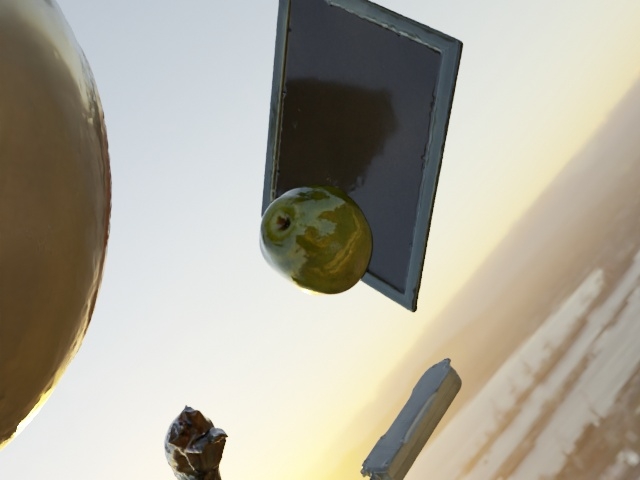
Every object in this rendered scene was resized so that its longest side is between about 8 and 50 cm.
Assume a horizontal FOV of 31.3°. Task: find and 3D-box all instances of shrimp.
[{"bbox_3d":[-0.094,0.210,0.990,0.052,0.132,0.187,-27,-28,-14],"label":"shrimp"}]

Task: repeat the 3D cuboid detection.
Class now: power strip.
[{"bbox_3d":[0.099,0.206,1.250,0.048,0.030,0.191,-9,38,54],"label":"power strip"}]

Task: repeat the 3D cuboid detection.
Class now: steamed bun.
[{"bbox_3d":[-0.153,-0.012,0.406,0.145,0.231,0.232,7,-45,-30],"label":"steamed bun"}]

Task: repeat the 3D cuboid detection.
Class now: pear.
[{"bbox_3d":[0.000,0.000,0.888,0.092,0.092,0.097,-50,-31,0],"label":"pear"}]

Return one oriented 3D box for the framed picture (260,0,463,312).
[{"bbox_3d":[0.030,-0.092,1.038,0.017,0.217,0.274,-25,-45,-40],"label":"framed picture"}]
